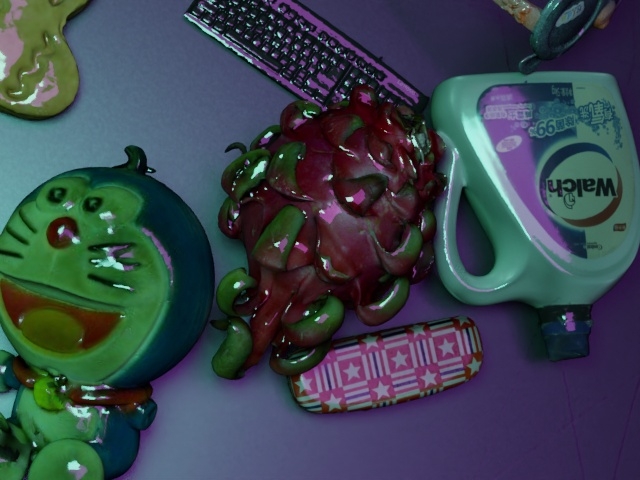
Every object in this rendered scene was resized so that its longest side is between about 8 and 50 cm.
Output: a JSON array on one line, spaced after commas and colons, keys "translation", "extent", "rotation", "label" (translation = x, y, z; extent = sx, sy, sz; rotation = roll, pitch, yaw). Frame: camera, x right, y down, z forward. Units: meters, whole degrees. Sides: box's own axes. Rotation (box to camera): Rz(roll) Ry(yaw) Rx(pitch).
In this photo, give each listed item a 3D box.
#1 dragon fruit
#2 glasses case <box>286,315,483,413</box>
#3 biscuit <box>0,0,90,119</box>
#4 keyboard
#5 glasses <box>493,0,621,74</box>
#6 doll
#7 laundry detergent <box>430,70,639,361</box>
[{"translation": [0.007, -0.005, 1.412], "extent": [0.218, 0.198, 0.273], "rotation": [25, 61, -35], "label": "dragon fruit"}, {"translation": [0.062, 0.123, 1.481], "extent": [0.194, 0.049, 0.073], "rotation": [-10, 86, -14], "label": "glasses case"}, {"translation": [-0.387, -0.232, 1.427], "extent": [0.355, 0.052, 0.275], "rotation": [15, 79, -11], "label": "biscuit"}, {"translation": [-0.011, -0.183, 1.524], "extent": [0.250, 0.017, 0.087], "rotation": [35, 78, -6], "label": "keyboard"}, {"translation": [0.185, -0.302, 1.529], "extent": [0.268, 0.118, 0.234], "rotation": [39, 42, 14], "label": "glasses"}, {"translation": [-0.204, 0.072, 1.363], "extent": [0.198, 0.186, 0.322], "rotation": [21, 96, 21], "label": "doll"}, {"translation": [0.211, -0.021, 1.509], "extent": [0.214, 0.105, 0.281], "rotation": [-1, 84, -13], "label": "laundry detergent"}]
